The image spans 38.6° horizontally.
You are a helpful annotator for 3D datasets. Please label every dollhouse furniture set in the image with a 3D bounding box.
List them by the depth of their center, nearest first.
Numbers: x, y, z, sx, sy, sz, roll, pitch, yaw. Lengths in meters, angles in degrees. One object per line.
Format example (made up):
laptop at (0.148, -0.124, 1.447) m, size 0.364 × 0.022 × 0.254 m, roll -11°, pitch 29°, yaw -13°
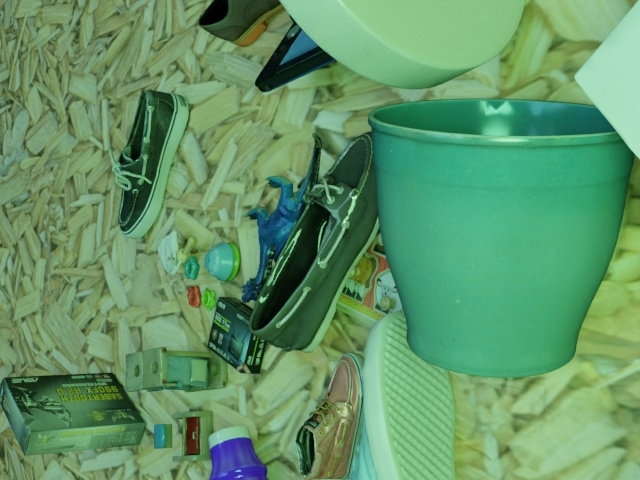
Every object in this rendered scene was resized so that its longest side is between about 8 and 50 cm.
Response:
dollhouse furniture set at (-0.243, 0.280, 1.549) m, size 0.129 × 0.129 × 0.184 m, roll -18°, pitch 70°, yaw 49°

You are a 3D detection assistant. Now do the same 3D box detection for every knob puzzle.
knob puzzle at (0.079, 0.020, 1.257) m, size 0.213 × 0.030 × 0.213 m, roll -11°, pitch 75°, yaw 51°

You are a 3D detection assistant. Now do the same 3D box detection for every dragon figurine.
dragon figurine at (-0.037, -0.020, 1.366) m, size 0.289 × 0.085 × 0.144 m, roll -50°, pitch 49°, yaw 36°

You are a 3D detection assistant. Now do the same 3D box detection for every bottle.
bottle at (-0.109, 0.423, 1.372) m, size 0.118 × 0.092 × 0.283 m, roll -22°, pitch 62°, yaw 12°

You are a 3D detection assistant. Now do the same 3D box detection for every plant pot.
plant pot at (0.185, -0.006, 0.959) m, size 0.271 × 0.271 × 0.255 m, roll 20°, pitch 116°, yaw 51°

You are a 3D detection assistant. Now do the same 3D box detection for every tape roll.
tape roll at (0.080, -0.363, 1.021) m, size 0.072 × 0.391 × 0.392 m, roll -19°, pitch 70°, yaw 49°

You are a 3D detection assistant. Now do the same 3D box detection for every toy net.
toy net at (-0.225, 0.050, 1.634) m, size 0.232 × 0.045 × 0.122 m, roll 15°, pitch 98°, yaw 54°

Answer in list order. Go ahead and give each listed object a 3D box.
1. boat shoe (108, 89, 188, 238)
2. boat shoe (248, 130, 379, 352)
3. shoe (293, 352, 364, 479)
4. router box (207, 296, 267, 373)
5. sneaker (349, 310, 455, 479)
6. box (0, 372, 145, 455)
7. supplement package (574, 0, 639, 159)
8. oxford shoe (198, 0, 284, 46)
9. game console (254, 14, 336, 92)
boat shoe at (-0.352, -0.145, 1.772) m, size 0.113 × 0.104 × 0.306 m, roll 50°, pitch 123°, yaw 43°
boat shoe at (0.000, 0.000, 1.265) m, size 0.112 × 0.095 × 0.335 m, roll 36°, pitch 107°, yaw 57°
shoe at (0.015, 0.244, 1.262) m, size 0.063 × 0.081 × 0.178 m, roll 6°, pitch 89°, yaw 52°
router box at (-0.134, 0.155, 1.502) m, size 0.122 × 0.038 × 0.092 m, roll 25°, pitch 104°, yaw 51°
sneaker at (0.080, 0.277, 1.133) m, size 0.150 × 0.135 × 0.366 m, roll -19°, pitch 69°, yaw 46°
box at (-0.480, 0.330, 1.763) m, size 0.183 × 0.231 × 0.056 m, roll 40°, pitch 119°, yaw 48°
supplement package at (0.368, -0.114, 0.765) m, size 0.149 × 0.203 × 0.194 m, roll -54°, pitch 47°, yaw 33°
oxford shoe at (-0.104, -0.423, 1.501) m, size 0.271 × 0.098 × 0.097 m, roll -45°, pitch 52°, yaw 39°
game console at (-0.005, -0.382, 1.295) m, size 0.293 × 0.173 × 0.250 m, roll -14°, pitch 40°, yaw 51°
